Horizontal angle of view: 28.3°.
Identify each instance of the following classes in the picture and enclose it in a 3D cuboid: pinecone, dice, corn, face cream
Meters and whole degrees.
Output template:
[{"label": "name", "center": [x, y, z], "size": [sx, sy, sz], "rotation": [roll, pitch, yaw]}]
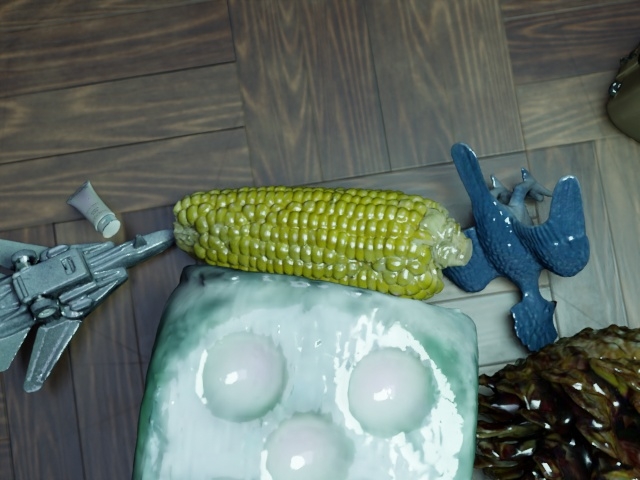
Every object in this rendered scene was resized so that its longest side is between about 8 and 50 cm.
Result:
[{"label": "pinecone", "center": [0.300, 0.217, 1.351], "size": [0.296, 0.298, 0.242], "rotation": [-25, 89, -1]}, {"label": "dice", "center": [-0.012, 0.213, 1.342], "size": [0.331, 0.328, 0.348], "rotation": [5, 82, 1]}, {"label": "corn", "center": [0.000, 0.000, 1.459], "size": [0.347, 0.130, 0.130], "rotation": [4, 82, 16]}, {"label": "face cream", "center": [-0.269, -0.037, 1.509], "size": [0.038, 0.020, 0.115], "rotation": [-46, 39, -3]}]

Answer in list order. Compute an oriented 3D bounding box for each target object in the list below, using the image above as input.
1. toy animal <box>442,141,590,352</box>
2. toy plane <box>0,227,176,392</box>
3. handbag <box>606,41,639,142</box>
[{"label": "toy animal", "center": [0.220, 0.001, 1.456], "size": [0.255, 0.239, 0.176], "rotation": [41, 49, -33]}, {"label": "toy plane", "center": [-0.281, 0.038, 1.492], "size": [0.267, 0.088, 0.212], "rotation": [-26, 71, -3]}, {"label": "handbag", "center": [0.481, -0.148, 1.402], "size": [0.283, 0.302, 0.149], "rotation": [28, 85, -1]}]
